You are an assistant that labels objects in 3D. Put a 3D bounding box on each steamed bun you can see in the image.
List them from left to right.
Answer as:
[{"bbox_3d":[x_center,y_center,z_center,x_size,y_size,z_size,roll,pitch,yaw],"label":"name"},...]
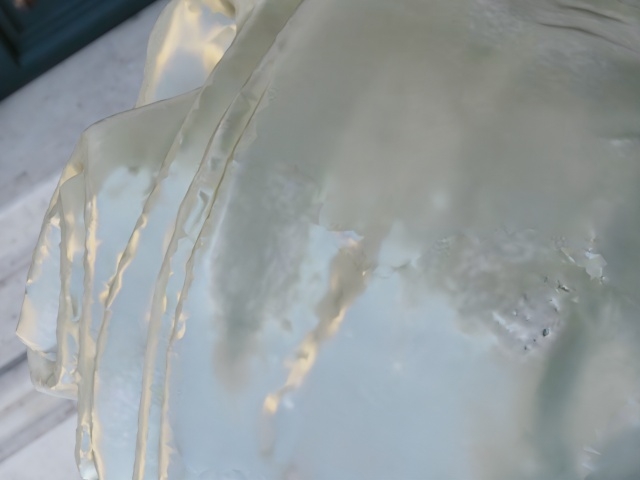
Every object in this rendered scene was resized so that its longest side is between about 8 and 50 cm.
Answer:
[{"bbox_3d":[0.004,-0.005,0.595,0.219,0.324,0.310,22,144,-13],"label":"steamed bun"}]
